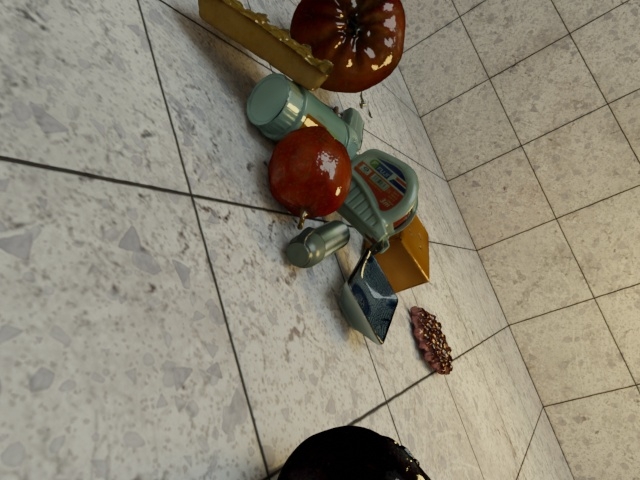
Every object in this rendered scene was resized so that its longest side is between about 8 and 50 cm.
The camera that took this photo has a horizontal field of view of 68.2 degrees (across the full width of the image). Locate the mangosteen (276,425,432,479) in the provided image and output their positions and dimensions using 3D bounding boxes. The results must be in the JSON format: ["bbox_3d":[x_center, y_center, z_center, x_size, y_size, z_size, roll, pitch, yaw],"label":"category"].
[{"bbox_3d":[0.035,0.429,0.684,0.275,0.275,0.302,50,65,-27],"label":"mangosteen"}]

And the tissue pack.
[{"bbox_3d":[0.249,0.010,1.532,0.194,0.145,0.274,51,29,-21],"label":"tissue pack"}]

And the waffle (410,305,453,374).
[{"bbox_3d":[0.371,0.333,1.571,0.221,0.055,0.234,32,35,-45],"label":"waffle"}]

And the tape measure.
[{"bbox_3d":[0.154,-0.115,1.309,0.243,0.246,0.125,47,-11,24],"label":"tape measure"}]

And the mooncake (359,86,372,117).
[{"bbox_3d":[0.063,-0.224,1.243,0.150,0.057,0.347,106,8,-75],"label":"mooncake"}]

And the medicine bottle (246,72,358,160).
[{"bbox_3d":[-0.042,-0.303,1.255,0.318,0.158,0.158,24,46,-53],"label":"medicine bottle"}]

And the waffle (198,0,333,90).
[{"bbox_3d":[-0.125,-0.502,1.189,0.348,0.077,0.304,32,22,-8],"label":"waffle"}]

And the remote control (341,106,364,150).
[{"bbox_3d":[0.121,-0.418,1.784,0.104,0.052,0.247,45,34,-31],"label":"remote control"}]

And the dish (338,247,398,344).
[{"bbox_3d":[0.112,0.147,1.225,0.182,0.080,0.243,60,27,-9],"label":"dish"}]

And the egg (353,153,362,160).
[{"bbox_3d":[0.135,-0.184,1.483,0.192,0.149,0.149,47,30,-37],"label":"egg"}]

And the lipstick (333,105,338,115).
[{"bbox_3d":[0.057,-0.466,1.741,0.019,0.019,0.094,47,31,-32],"label":"lipstick"}]

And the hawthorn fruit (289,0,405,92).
[{"bbox_3d":[0.083,-0.707,1.644,0.403,0.402,0.403,43,33,-37],"label":"hawthorn fruit"}]

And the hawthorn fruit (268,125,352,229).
[{"bbox_3d":[-0.025,-0.138,1.110,0.205,0.205,0.253,34,48,-46],"label":"hawthorn fruit"}]

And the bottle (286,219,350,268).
[{"bbox_3d":[0.000,0.000,1.139,0.253,0.079,0.096,-27,132,-63],"label":"bottle"}]

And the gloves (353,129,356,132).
[{"bbox_3d":[0.065,-0.291,1.515,0.144,0.110,0.094,79,-2,-50],"label":"gloves"}]
